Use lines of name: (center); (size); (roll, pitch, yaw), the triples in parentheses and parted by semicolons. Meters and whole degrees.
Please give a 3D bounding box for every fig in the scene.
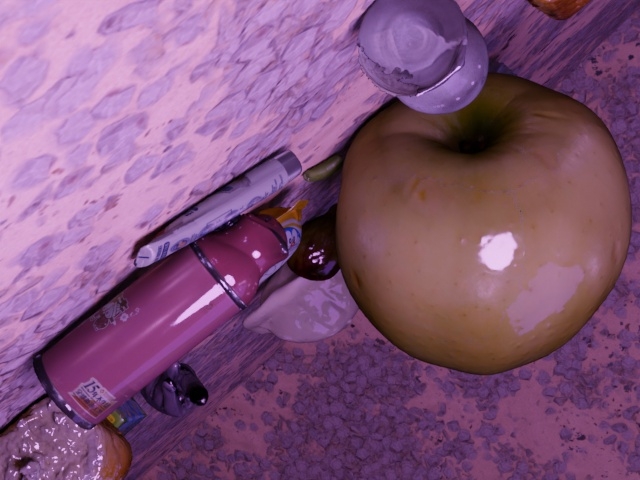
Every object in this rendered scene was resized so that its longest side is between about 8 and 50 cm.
fig: (0.000, 0.000, 1.669); (0.109, 0.103, 0.154); (12, 98, -33)

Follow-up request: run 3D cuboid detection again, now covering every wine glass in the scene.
wine glass: (0.125, -0.208, 1.013); (0.126, 0.126, 0.241); (-44, 170, 12)

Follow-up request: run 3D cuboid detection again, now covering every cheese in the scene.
cheese: (-0.113, 0.038, 1.296); (0.270, 0.069, 0.177); (-46, 173, 11)

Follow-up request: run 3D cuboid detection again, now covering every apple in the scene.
apple: (0.244, -0.016, 1.364); (0.473, 0.473, 0.473); (-41, 172, -7)

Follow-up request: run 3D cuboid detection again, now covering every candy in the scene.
candy: (-0.399, 0.343, 1.679); (0.097, 0.062, 0.194); (-42, 173, -4)

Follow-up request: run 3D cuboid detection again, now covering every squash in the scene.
squash: (0.004, -0.107, 1.340); (0.089, 0.027, 0.027); (-33, 168, -41)

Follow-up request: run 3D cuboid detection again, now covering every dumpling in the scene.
dumpling: (-0.004, 0.106, 1.858); (0.318, 0.187, 0.243); (-36, 174, -21)

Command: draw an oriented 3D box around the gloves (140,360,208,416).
gloves: (-0.276, 0.280, 1.711); (0.285, 0.142, 0.119); (108, 3, -73)

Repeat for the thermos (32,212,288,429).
thermos: (-0.179, 0.082, 1.088); (0.330, 0.109, 0.136); (-38, -179, -4)

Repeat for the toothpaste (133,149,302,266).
toothpaste: (-0.119, -0.038, 1.054); (0.239, 0.039, 0.062); (-35, 173, -29)

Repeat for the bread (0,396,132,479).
bread: (-0.383, 0.337, 1.300); (0.195, 0.176, 0.246); (-42, 173, -12)

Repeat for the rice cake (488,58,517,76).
rice cake: (0.288, -0.245, 1.741); (0.237, 0.043, 0.127); (-53, 155, 14)

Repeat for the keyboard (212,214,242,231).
keyboard: (-0.131, -0.011, 1.248); (0.063, 0.010, 0.198); (-43, 173, 0)

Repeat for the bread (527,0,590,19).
bread: (0.389, -0.421, 1.263); (0.235, 0.099, 0.210); (-39, 172, 22)
